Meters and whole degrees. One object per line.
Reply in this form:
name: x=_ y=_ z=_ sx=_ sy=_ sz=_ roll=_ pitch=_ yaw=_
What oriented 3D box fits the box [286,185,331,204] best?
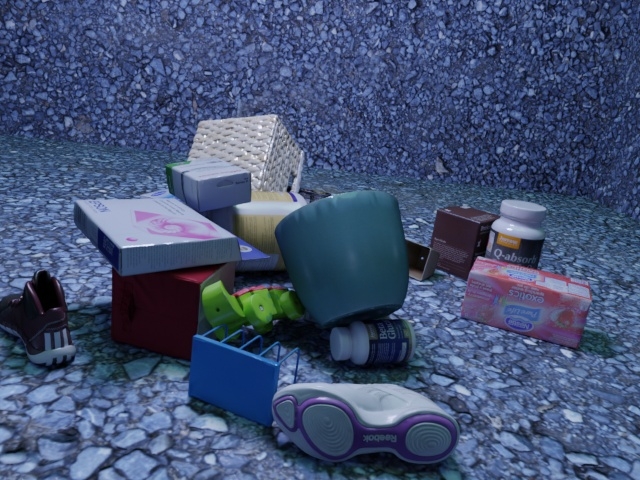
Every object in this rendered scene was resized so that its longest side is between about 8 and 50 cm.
box: x=-0.082 y=-0.105 z=1.934 sx=0.220 sy=0.175 sz=0.051 roll=11 pitch=15 yaw=12

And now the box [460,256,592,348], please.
box: x=0.547 y=0.159 z=1.409 sx=0.300 sy=0.142 sz=0.154 roll=14 pitch=19 yaw=20

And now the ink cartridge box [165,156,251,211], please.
ink cartridge box: x=-0.294 y=-0.151 z=1.380 sx=0.153 sy=0.086 sz=0.208 roll=-14 pitch=25 yaw=-32

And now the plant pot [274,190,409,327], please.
plant pot: x=0.063 y=0.059 z=1.168 sx=0.293 sy=0.235 sz=0.293 roll=-12 pitch=-19 yaw=-4

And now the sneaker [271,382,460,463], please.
sneaker: x=0.069 y=0.299 z=0.889 sx=0.305 sy=0.114 sz=0.152 roll=11 pitch=4 yaw=-2

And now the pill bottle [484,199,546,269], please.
pill bottle: x=0.602 y=0.023 z=1.635 sx=0.162 sy=0.278 sz=0.162 roll=6 pitch=17 yaw=-2

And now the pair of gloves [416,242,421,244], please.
pair of gloves: x=0.236 y=0.002 z=1.946 sx=0.204 sy=0.042 sz=0.240 roll=23 pitch=22 yaw=40

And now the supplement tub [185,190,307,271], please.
supplement tub: x=-0.215 y=-0.026 z=1.532 sx=0.332 sy=0.240 sz=0.241 roll=0 pitch=19 yaw=-22

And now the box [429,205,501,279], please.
box: x=0.487 y=0.003 z=1.776 sx=0.169 sy=0.203 sz=0.167 roll=-11 pitch=26 yaw=-43

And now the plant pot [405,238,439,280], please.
plant pot: x=0.323 y=0.063 z=1.702 sx=0.109 sy=0.108 sz=0.096 roll=23 pitch=11 yaw=41

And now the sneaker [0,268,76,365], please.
sneaker: x=-0.570 y=0.121 z=1.057 sx=0.281 sy=0.162 sz=0.106 roll=22 pitch=23 yaw=38

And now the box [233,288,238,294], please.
box: x=-0.248 y=0.145 z=1.344 sx=0.083 sy=0.018 sz=0.067 roll=-1 pitch=20 yaw=-25

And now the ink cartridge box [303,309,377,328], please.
ink cartridge box: x=0.078 y=0.162 z=1.367 sx=0.171 sy=0.056 sz=0.235 roll=13 pitch=20 yaw=19

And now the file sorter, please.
file sorter: x=-0.136 y=0.235 z=0.954 sx=0.170 sy=0.118 sz=0.104 roll=14 pitch=15 yaw=20

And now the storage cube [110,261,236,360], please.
storage cube: x=-0.310 y=0.121 z=1.128 sx=0.193 sy=0.183 sz=0.215 roll=12 pitch=18 yaw=10

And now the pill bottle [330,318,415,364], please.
pill bottle: x=0.111 y=0.219 z=1.132 sx=0.170 sy=0.094 sz=0.094 roll=1 pitch=19 yaw=-19

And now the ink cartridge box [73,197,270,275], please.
ink cartridge box: x=-0.330 y=-0.026 z=1.162 sx=0.330 sy=0.071 sz=0.324 roll=-7 pitch=23 yaw=-38

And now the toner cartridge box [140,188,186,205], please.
toner cartridge box: x=-0.536 y=-0.159 z=2.092 sx=0.165 sy=0.075 sz=0.348 roll=12 pitch=18 yaw=19

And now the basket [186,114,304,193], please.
basket: x=-0.267 y=-0.229 z=1.805 sx=0.332 sy=0.328 sz=0.266 roll=1 pitch=-26 yaw=21

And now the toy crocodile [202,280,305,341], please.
toy crocodile: x=-0.135 y=0.143 z=1.138 sx=0.115 sy=0.105 sz=0.341 roll=-28 pitch=-15 yaw=23
